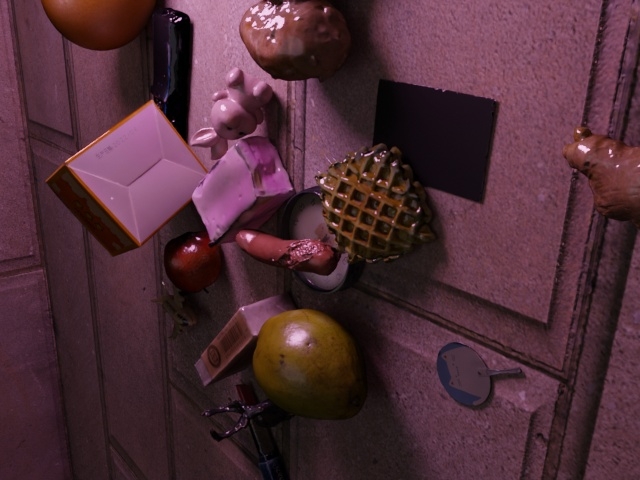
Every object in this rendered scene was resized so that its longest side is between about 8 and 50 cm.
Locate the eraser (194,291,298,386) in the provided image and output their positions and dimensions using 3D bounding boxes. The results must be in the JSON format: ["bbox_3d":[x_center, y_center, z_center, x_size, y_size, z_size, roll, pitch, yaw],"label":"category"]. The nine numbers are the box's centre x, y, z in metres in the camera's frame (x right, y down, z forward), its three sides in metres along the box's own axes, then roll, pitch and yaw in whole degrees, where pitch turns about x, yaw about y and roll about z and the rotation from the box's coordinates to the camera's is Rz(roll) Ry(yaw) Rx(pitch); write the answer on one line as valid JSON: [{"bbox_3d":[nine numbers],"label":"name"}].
[{"bbox_3d":[-0.185,0.248,1.420,0.078,0.144,0.343,60,138,16],"label":"eraser"}]

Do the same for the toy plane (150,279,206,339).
[{"bbox_3d":[-0.421,0.201,1.733,0.244,0.092,0.229,19,113,45],"label":"toy plane"}]

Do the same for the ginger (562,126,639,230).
[{"bbox_3d":[0.387,-0.073,0.688,0.213,0.074,0.137,4,95,46],"label":"ginger"}]

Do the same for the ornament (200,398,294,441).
[{"bbox_3d":[-0.176,0.417,1.388,0.202,0.236,0.080,-43,62,46],"label":"ornament"}]

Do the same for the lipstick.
[{"bbox_3d":[-0.154,0.524,1.542,0.051,0.051,0.312,-37,71,51],"label":"lipstick"}]

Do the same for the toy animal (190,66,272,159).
[{"bbox_3d":[-0.187,-0.258,1.260,0.124,0.124,0.212,40,107,36],"label":"toy animal"}]

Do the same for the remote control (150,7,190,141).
[{"bbox_3d":[-0.407,-0.405,1.553,0.144,0.062,0.398,33,126,39],"label":"remote control"}]

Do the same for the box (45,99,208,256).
[{"bbox_3d":[-0.483,-0.152,1.483,0.214,0.283,0.259,-9,123,51],"label":"box"}]

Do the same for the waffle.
[{"bbox_3d":[0.091,-0.061,1.039,0.208,0.054,0.214,-20,88,39],"label":"waffle"}]

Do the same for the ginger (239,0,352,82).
[{"bbox_3d":[-0.046,-0.440,1.032,0.244,0.155,0.304,22,118,47],"label":"ginger"}]

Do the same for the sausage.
[{"bbox_3d":[-0.076,0.022,1.201,0.304,0.078,0.078,9,108,49],"label":"sausage"}]

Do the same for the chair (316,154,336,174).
[{"bbox_3d":[0.030,-0.129,1.129,0.086,0.037,0.042,44,119,39],"label":"chair"}]

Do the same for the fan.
[{"bbox_3d":[0.263,0.222,0.980,0.175,0.005,0.113,-21,85,51],"label":"fan"}]

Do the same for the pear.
[{"bbox_3d":[-0.019,0.248,1.171,0.269,0.212,0.212,37,127,40],"label":"pear"}]

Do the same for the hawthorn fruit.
[{"bbox_3d":[-0.332,0.070,1.552,0.157,0.157,0.194,32,142,41],"label":"hawthorn fruit"}]

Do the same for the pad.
[{"bbox_3d":[0.176,-0.171,0.967,0.243,0.004,0.163,26,120,44],"label":"pad"}]

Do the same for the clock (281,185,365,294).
[{"bbox_3d":[0.000,0.000,1.197,0.226,0.049,0.226,18,114,46],"label":"clock"}]

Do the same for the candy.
[{"bbox_3d":[-0.185,-0.107,1.333,0.265,0.116,0.155,-39,70,49],"label":"candy"}]

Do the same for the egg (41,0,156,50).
[{"bbox_3d":[-0.564,-0.651,1.495,0.351,0.283,0.282,-32,76,43],"label":"egg"}]
